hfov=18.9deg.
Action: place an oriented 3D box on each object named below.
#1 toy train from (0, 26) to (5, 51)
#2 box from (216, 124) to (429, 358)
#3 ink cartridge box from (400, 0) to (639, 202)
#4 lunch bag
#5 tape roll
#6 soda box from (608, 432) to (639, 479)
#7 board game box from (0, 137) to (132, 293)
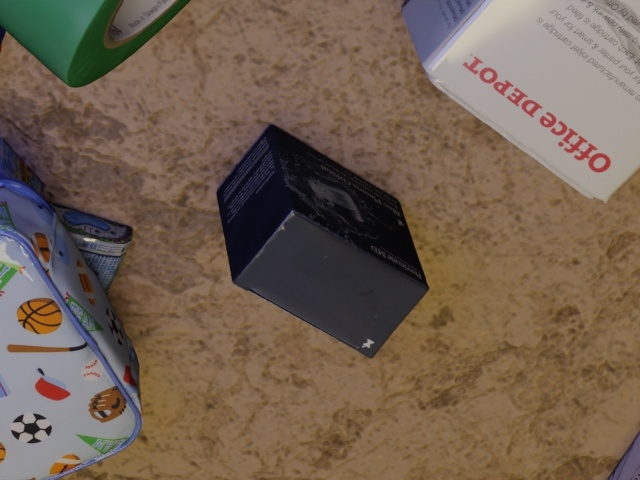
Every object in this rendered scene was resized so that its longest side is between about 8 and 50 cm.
[{"bbox_3d":[-0.392,-0.118,1.625,0.143,0.105,0.248,38,110,-16],"label":"toy train"},{"bbox_3d":[0.000,0.000,1.720,0.156,0.158,0.093,30,113,-25],"label":"box"},{"bbox_3d":[0.254,-0.220,1.636,0.223,0.129,0.307,34,111,-25],"label":"ink cartridge box"},{"bbox_3d":[-0.309,0.091,1.688,0.243,0.115,0.303,-22,125,9],"label":"lunch bag"},{"bbox_3d":[-0.110,-0.258,1.446,0.077,0.321,0.321,41,111,2],"label":"tape roll"},{"bbox_3d":[0.340,0.260,1.994,0.058,0.063,0.183,20,117,-19],"label":"soda box"},{"bbox_3d":[-0.277,0.013,1.745,0.194,0.060,0.194,17,119,-19],"label":"board game box"}]
